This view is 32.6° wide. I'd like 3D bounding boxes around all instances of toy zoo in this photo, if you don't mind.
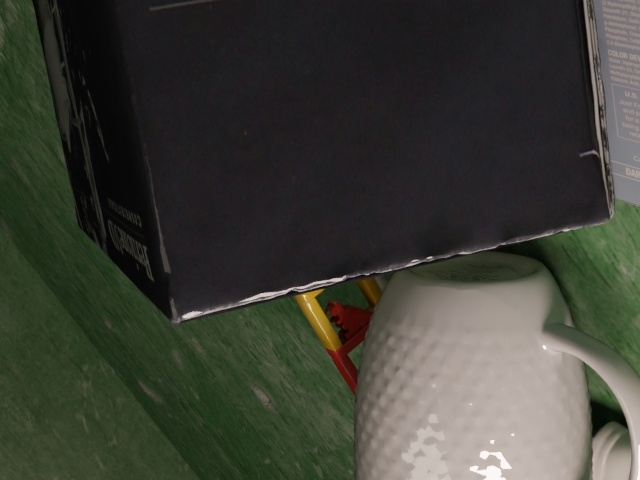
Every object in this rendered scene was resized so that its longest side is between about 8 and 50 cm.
[{"bbox_3d":[0.087,0.090,1.395,0.030,0.192,0.293,10,134,60],"label":"toy zoo"}]

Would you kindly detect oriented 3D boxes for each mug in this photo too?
[{"bbox_3d":[0.208,0.193,1.235,0.374,0.276,0.328,11,107,46],"label":"mug"}]

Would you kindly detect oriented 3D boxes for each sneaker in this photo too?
[{"bbox_3d":[0.415,0.366,1.345,0.152,0.114,0.305,15,138,49],"label":"sneaker"}]

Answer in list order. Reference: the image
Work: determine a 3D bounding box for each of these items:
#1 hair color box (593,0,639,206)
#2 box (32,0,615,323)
[{"bbox_3d":[0.275,-0.210,0.738,0.113,0.185,0.374,22,143,43],"label":"hair color box"},{"bbox_3d":[-0.057,-0.236,0.794,0.480,0.297,0.472,-160,58,-71],"label":"box"}]
